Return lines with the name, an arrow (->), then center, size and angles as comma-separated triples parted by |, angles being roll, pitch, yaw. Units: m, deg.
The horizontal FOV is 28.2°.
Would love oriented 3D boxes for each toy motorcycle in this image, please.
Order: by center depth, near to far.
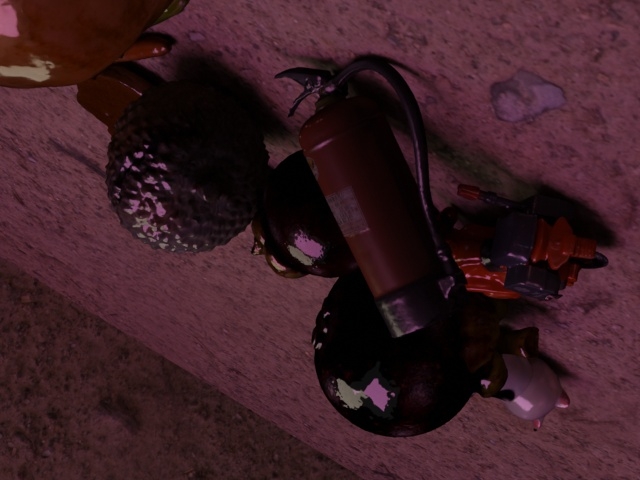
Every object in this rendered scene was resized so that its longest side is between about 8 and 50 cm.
toy motorcycle -> 0.229, 0.019, 1.688 | 0.221, 0.147, 0.326 | 14, 167, -14

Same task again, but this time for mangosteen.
mangosteen -> -0.007, -0.026, 1.792 | 0.194, 0.194, 0.230 | 38, 123, -17
mangosteen -> 0.141, 0.156, 1.957 | 0.314, 0.296, 0.297 | 2, -179, -35

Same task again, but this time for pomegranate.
pomegranate -> -0.301, -0.331, 1.340 | 0.338, 0.338, 0.338 | 28, 161, 11

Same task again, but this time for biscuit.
biscuit -> -0.301, -0.209, 2.078 | 0.208, 0.041, 0.290 | 34, 162, -3

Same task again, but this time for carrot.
carrot -> -0.293, -0.283, 1.887 | 0.248, 0.043, 0.043 | 5, 148, 49

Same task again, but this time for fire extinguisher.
fire extinguisher -> 0.085, -0.079, 1.593 | 0.200, 0.113, 0.376 | -28, 88, 30

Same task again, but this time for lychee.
lychee -> -0.201, -0.110, 1.848 | 0.255, 0.255, 0.274 | 48, 176, -39

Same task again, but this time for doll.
doll -> 0.316, 0.225, 2.104 | 0.181, 0.107, 0.110 | 30, 141, -14

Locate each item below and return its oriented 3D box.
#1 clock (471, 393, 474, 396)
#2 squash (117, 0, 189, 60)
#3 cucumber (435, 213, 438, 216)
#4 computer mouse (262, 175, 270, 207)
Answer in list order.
clock -> 0.184, 0.190, 2.256 | 0.253, 0.083, 0.186 | 30, 161, 7
squash -> -0.247, -0.307, 1.698 | 0.080, 0.071, 0.318 | 57, 153, -10
cucumber -> 0.095, -0.020, 1.883 | 0.193, 0.085, 0.115 | 4, 145, 43
computer mouse -> -0.111, -0.083, 2.059 | 0.231, 0.071, 0.126 | 38, 178, 14
